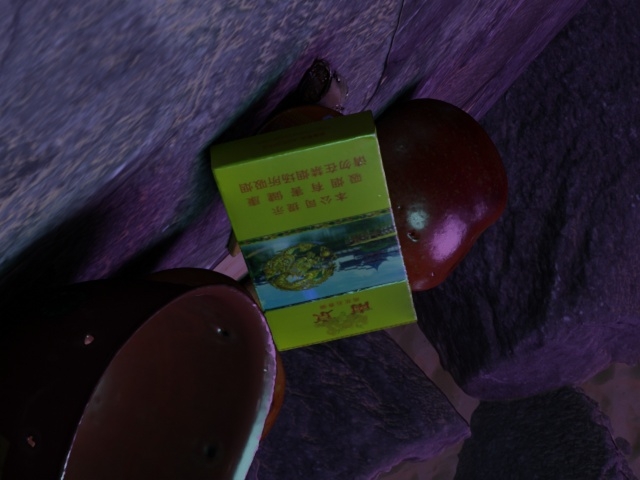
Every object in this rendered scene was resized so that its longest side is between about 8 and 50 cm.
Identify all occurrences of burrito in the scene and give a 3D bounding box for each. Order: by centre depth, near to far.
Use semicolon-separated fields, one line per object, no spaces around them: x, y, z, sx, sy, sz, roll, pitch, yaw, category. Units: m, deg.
0.007;-0.187;1.476;0.055;0.041;0.149;-62;169;4;burrito

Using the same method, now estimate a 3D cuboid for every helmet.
-0.229;0.191;1.177;0.337;0.230;0.385;-33;137;-51;helmet

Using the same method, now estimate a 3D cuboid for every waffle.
-0.100;-0.028;1.792;0.092;0.021;0.135;-46;173;-21;waffle

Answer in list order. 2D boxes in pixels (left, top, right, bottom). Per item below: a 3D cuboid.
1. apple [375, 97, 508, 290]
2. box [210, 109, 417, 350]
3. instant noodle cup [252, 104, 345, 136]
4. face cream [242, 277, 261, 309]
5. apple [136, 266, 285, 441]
0.178;-0.080;2.178;0.348;0.277;0.348;-46;173;-7;apple
0.000;0.000;1.407;0.187;0.047;0.335;-13;137;3;box
-0.005;-0.094;1.517;0.168;0.168;0.185;-49;180;11;instant noodle cup
-0.141;0.122;2.209;0.139;0.067;0.285;-50;174;37;face cream
-0.160;0.156;1.438;0.253;0.253;0.253;-47;174;-7;apple
